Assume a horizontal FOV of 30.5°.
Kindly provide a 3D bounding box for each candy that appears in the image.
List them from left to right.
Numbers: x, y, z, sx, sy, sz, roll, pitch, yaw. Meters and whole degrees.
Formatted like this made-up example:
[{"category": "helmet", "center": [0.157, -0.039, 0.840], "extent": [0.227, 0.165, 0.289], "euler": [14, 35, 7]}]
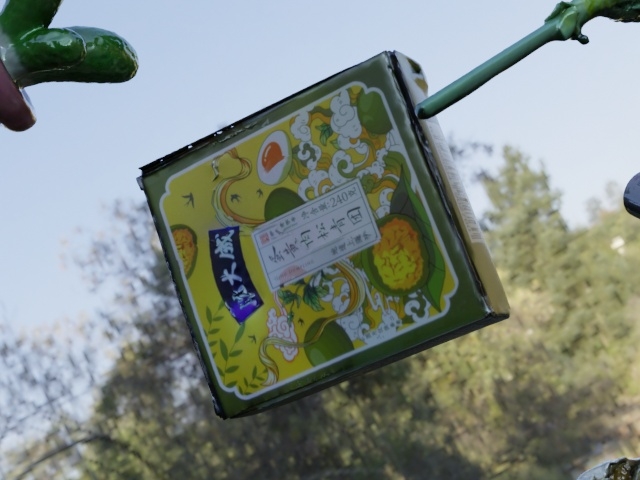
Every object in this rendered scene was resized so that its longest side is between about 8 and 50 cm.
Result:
[{"category": "candy", "center": [0.177, -0.160, 0.847], "extent": [0.305, 0.083, 0.091], "euler": [-35, 10, -31]}]

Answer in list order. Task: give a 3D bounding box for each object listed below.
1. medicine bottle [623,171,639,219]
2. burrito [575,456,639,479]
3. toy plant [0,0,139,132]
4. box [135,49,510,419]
[{"category": "medicine bottle", "center": [0.410, -0.024, 1.262], "extent": [0.057, 0.058, 0.199], "euler": [-25, 28, -18]}, {"category": "burrito", "center": [0.274, 0.396, 1.468], "extent": [0.117, 0.076, 0.392], "euler": [-11, -36, -37]}, {"category": "toy plant", "center": [-0.472, -0.287, 1.719], "extent": [0.356, 0.211, 0.317], "euler": [-27, -53, -1]}, {"category": "box", "center": [0.000, 0.000, 1.584], "extent": [0.420, 0.373, 0.138], "euler": [-24, -10, 21]}]
